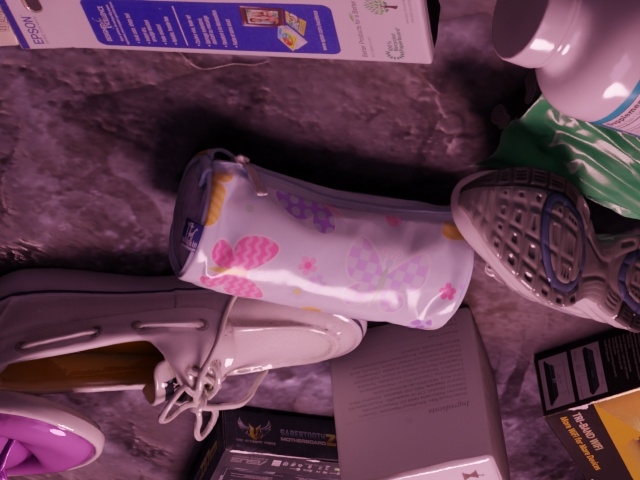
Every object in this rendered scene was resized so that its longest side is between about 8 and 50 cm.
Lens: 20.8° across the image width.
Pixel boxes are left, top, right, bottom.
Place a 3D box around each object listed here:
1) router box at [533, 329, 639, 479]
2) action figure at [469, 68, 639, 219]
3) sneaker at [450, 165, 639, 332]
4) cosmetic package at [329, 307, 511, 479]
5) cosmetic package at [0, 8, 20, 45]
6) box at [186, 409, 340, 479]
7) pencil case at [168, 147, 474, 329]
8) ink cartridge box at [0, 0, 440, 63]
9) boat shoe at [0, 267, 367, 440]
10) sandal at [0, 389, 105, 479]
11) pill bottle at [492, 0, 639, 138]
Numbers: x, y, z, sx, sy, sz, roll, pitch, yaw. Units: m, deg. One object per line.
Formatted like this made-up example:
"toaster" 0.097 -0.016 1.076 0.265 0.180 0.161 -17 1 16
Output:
"router box" 0.394 0.196 1.848 0.243 0.081 0.309 -20 138 18
"action figure" 0.260 -0.072 1.532 0.232 0.063 0.137 25 130 -25
"sneaker" 0.192 0.014 1.553 0.129 0.111 0.297 5 164 38
"cosmetic package" 0.102 0.194 1.739 0.151 0.184 0.151 -13 139 10
"cosmetic package" -0.268 -0.204 1.344 0.060 0.041 0.115 -3 140 -3
"box" -0.021 0.267 1.911 0.232 0.059 0.183 8 138 -16
"pencil case" 0.000 0.000 1.557 0.273 0.113 0.124 14 103 -19
"ink cartridge box" -0.083 -0.204 1.290 0.332 0.065 0.165 3 153 10
"boat shoe" -0.136 0.112 1.642 0.367 0.156 0.136 3 140 -8
"sandal" -0.362 0.230 1.719 0.169 0.102 0.416 26 151 -38
"pill bottle" 0.271 -0.151 1.376 0.264 0.146 0.146 15 136 -21
